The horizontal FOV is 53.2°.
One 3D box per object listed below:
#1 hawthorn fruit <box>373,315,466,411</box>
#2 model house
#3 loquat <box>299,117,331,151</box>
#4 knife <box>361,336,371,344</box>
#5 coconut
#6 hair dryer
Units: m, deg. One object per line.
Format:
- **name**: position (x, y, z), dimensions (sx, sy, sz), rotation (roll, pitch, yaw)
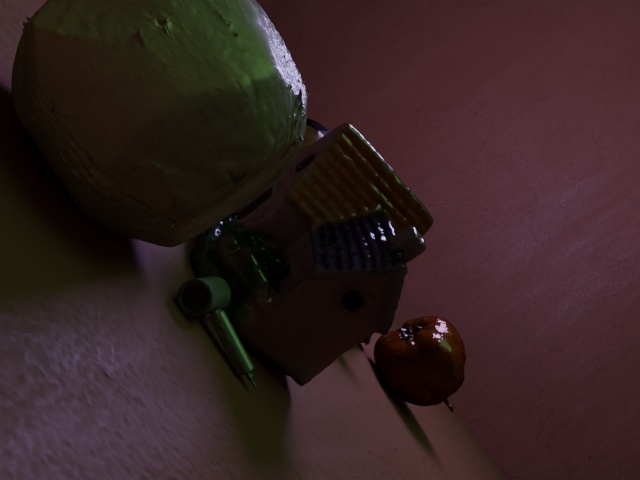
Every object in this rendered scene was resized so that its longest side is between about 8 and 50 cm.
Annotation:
- **hawthorn fruit**: position (0.248, 0.302, 1.481), dimensions (0.243, 0.207, 0.207), rotation (61, 3, -16)
- **model house**: position (0.000, 0.000, 0.782), dimensions (0.202, 0.237, 0.237), rotation (48, 15, -20)
- **loquat**: position (-0.064, -0.096, 1.051), dimensions (0.235, 0.235, 0.235), rotation (54, 5, -7)
- **knife**: position (0.111, 0.161, 1.409), dimensions (0.265, 0.041, 0.073), rotation (97, 0, -58)
- **coconut**: position (-0.146, -0.137, 0.573), dimensions (0.247, 0.245, 0.245), rotation (53, 5, 1)
- **hair dryer**: position (-0.096, 0.094, 0.635), dimensions (0.124, 0.038, 0.063), rotation (62, 8, 6)
